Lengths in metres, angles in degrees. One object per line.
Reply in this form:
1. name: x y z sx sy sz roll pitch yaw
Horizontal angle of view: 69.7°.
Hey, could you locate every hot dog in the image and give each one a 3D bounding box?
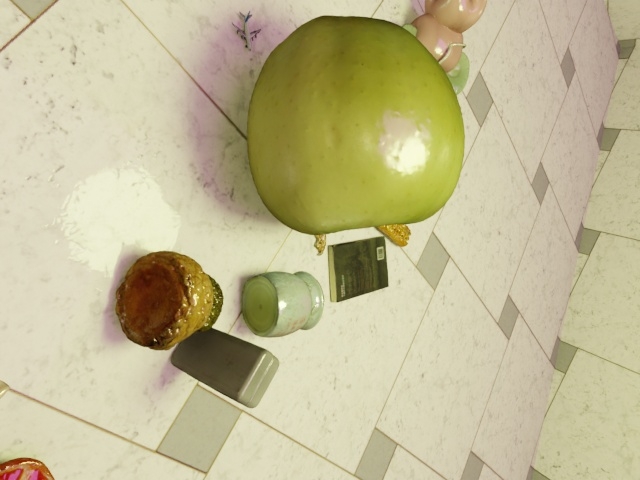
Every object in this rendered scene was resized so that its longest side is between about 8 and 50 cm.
1. hot dog: 0.219 -0.040 1.390 0.165 0.045 0.071 36 71 -40

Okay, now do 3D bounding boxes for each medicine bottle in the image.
1. medicine bottle: -0.085 0.143 1.049 0.143 0.147 0.147 2 92 -45

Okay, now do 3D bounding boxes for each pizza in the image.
1. pizza: 0.000 0.000 1.207 0.037 0.016 0.083 -1 95 -37

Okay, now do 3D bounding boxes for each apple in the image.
1. apple: 0.064 -0.222 0.960 0.474 0.474 0.473 -4 96 -43

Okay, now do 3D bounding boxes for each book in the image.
1. book: 0.113 0.078 1.313 0.228 0.024 0.160 -10 99 -42

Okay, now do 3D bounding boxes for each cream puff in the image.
1. cream puff: -0.270 0.119 0.885 0.169 0.183 0.183 25 74 -65

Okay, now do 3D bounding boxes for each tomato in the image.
1. tomato: -0.504 0.420 0.727 0.155 0.069 0.155 1 89 -43

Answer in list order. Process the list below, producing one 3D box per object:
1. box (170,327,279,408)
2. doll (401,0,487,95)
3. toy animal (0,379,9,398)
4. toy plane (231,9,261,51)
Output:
1. box: -0.190 0.234 0.889 0.055 0.244 0.103 48 62 -38
2. doll: 0.354 -0.587 1.363 0.284 0.216 0.268 11 91 -26
3. toy animal: -0.567 0.166 0.597 0.166 0.154 0.250 -12 116 1
4. toy plane: -0.162 -0.461 1.017 0.078 0.024 0.084 -11 107 -43
